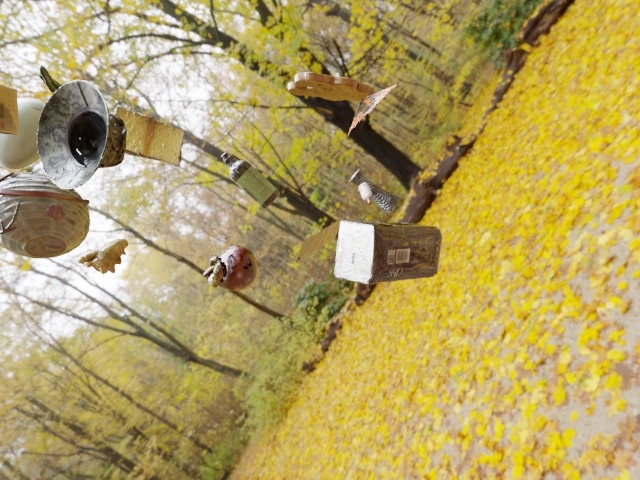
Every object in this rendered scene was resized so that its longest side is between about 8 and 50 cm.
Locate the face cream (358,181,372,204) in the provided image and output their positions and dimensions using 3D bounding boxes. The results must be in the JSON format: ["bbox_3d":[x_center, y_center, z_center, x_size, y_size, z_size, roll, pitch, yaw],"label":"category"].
[{"bbox_3d":[0.164,-0.167,1.560,0.040,0.083,0.021,-32,-28,27],"label":"face cream"}]

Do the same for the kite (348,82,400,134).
[{"bbox_3d":[0.149,-0.436,1.399,0.222,0.008,0.125,-43,31,11],"label":"kite"}]

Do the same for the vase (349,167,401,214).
[{"bbox_3d":[0.247,-0.231,2.030,0.115,0.237,0.115,-52,7,9],"label":"vase"}]

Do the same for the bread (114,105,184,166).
[{"bbox_3d":[-0.660,-0.368,1.660,0.142,0.266,0.178,-42,45,44],"label":"bread"}]

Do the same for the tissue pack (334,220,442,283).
[{"bbox_3d":[0.240,0.040,1.530,0.370,0.198,0.210,1,-79,-41],"label":"tissue pack"}]

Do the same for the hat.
[{"bbox_3d":[-0.529,-0.238,1.025,0.128,0.265,0.265,-4,-51,-59],"label":"hat"}]

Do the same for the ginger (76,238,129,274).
[{"bbox_3d":[-0.808,0.060,1.669,0.205,0.115,0.081,-39,-32,-48],"label":"ginger"}]

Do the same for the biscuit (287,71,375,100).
[{"bbox_3d":[0.042,-0.525,1.497,0.186,0.295,0.044,-168,81,-69],"label":"biscuit"}]

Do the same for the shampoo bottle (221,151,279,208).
[{"bbox_3d":[-0.302,-0.260,1.821,0.101,0.284,0.101,-45,10,10],"label":"shampoo bottle"}]

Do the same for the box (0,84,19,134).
[{"bbox_3d":[-0.938,-0.377,1.232,0.201,0.058,0.141,-123,35,-79],"label":"box"}]

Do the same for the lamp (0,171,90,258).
[{"bbox_3d":[-0.760,-0.071,1.175,0.265,0.233,0.233,10,-66,-58],"label":"lamp"}]

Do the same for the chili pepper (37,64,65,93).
[{"bbox_3d":[-0.923,-0.551,1.555,0.073,0.050,0.182,-56,-18,9],"label":"chili pepper"}]

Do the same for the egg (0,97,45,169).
[{"bbox_3d":[-1.049,-0.374,1.537,0.183,0.183,0.264,99,-167,-83],"label":"egg"}]

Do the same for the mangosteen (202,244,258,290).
[{"bbox_3d":[-0.421,0.138,2.038,0.258,0.215,0.215,-16,-24,-26],"label":"mangosteen"}]

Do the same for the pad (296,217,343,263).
[{"bbox_3d":[0.000,0.000,1.966,0.265,0.009,0.159,-33,-24,-35],"label":"pad"}]
